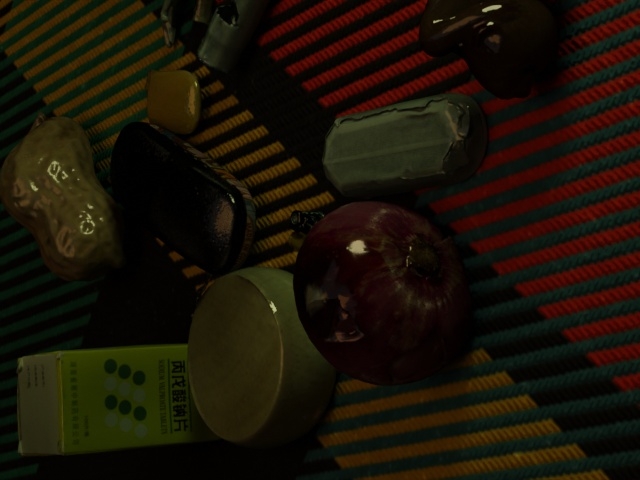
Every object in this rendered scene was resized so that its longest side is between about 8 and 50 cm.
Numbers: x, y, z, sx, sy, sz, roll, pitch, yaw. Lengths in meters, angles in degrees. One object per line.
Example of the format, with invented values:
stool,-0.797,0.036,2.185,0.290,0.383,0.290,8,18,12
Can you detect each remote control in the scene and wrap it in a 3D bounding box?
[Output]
remote control,0.091,-0.108,1.825,0.247,0.052,0.104,-10,82,49

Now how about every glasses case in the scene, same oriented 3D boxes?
glasses case,-0.191,-0.062,2.158,0.321,0.082,0.122,36,119,45

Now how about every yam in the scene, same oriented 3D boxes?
yam,-0.150,-0.359,2.166,0.027,0.033,0.129,-147,68,-78

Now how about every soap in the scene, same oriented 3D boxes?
soap,-0.214,-0.195,2.233,0.168,0.033,0.089,9,96,53

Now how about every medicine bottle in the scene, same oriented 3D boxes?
medicine bottle,-0.267,0.209,2.114,0.141,0.250,0.137,-13,80,54

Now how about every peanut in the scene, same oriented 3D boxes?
peanut,-0.391,-0.058,2.359,0.143,0.159,0.291,98,151,-53

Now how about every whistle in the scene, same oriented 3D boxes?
whistle,-0.073,-0.354,2.036,0.062,0.062,0.312,57,130,37

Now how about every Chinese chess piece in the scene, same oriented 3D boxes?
Chinese chess piece,-0.076,0.143,1.995,0.237,0.092,0.238,-1,89,53

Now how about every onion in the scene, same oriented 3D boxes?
onion,0.057,0.056,1.763,0.200,0.200,0.207,-4,79,52

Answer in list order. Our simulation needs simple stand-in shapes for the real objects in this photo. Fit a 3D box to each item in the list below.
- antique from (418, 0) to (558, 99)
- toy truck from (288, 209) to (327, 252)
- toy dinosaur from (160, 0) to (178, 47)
antique,0.190,-0.276,1.654,0.143,0.121,0.257,-3,79,43
toy truck,0.000,0.000,1.938,0.083,0.049,0.054,33,115,49
toy dinosaur,-0.205,-0.412,2.215,0.167,0.053,0.242,123,142,-64
